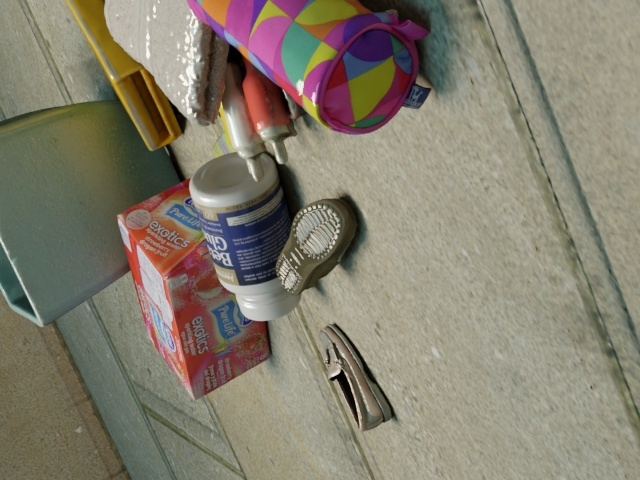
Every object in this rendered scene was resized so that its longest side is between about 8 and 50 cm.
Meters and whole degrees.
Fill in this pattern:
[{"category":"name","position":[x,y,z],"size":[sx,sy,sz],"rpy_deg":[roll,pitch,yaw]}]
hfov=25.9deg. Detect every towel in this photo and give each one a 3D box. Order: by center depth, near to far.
[{"category":"towel","position":[-0.134,-0.259,1.247],"size":[0.187,0.049,0.282],"rpy_deg":[48,141,40]},{"category":"towel","position":[-0.099,-0.089,1.556],"size":[0.060,0.009,0.083],"rpy_deg":[61,161,6]}]

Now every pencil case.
[{"category":"pencil case","position":[-0.015,-0.170,1.088],"size":[0.236,0.104,0.104],"rpy_deg":[42,153,43]}]

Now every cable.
[{"category":"cable","position":[-0.088,-0.197,1.276],"size":[0.287,0.072,0.139],"rpy_deg":[65,159,-6]}]

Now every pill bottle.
[{"category":"pill bottle","position":[-0.073,-0.001,1.473],"size":[0.094,0.094,0.169],"rpy_deg":[38,150,52]}]

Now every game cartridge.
[{"category":"game cartridge","position":[-0.267,-0.281,1.589],"size":[0.324,0.052,0.285],"rpy_deg":[62,176,10]}]

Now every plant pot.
[{"category":"plant pot","position":[-0.322,-0.062,1.808],"size":[0.247,0.252,0.248],"rpy_deg":[67,161,-12]}]

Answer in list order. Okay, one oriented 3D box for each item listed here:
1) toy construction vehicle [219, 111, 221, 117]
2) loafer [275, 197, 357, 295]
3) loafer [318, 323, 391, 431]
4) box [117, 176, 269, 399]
[{"category":"toy construction vehicle","position":[-0.094,-0.174,1.398],"size":[0.098,0.035,0.086],"rpy_deg":[129,123,-68]},{"category":"loafer","position":[0.000,0.000,1.358],"size":[0.056,0.050,0.148],"rpy_deg":[55,145,11]},{"category":"loafer","position":[0.028,0.147,1.496],"size":[0.125,0.039,0.045],"rpy_deg":[56,161,19]},{"category":"box","position":[-0.153,0.061,1.731],"size":[0.128,0.122,0.257],"rpy_deg":[49,158,35]}]
